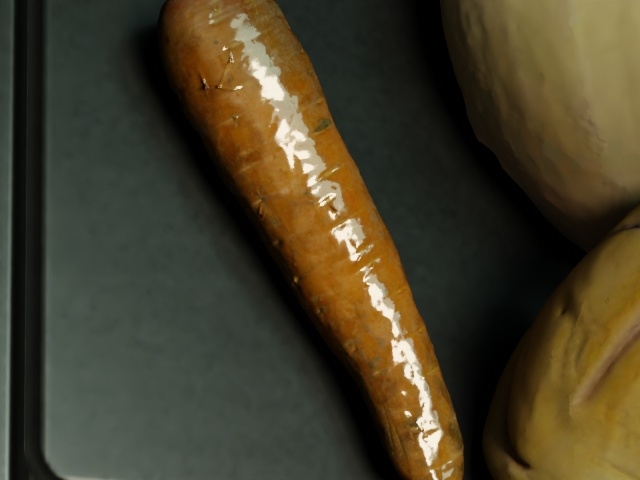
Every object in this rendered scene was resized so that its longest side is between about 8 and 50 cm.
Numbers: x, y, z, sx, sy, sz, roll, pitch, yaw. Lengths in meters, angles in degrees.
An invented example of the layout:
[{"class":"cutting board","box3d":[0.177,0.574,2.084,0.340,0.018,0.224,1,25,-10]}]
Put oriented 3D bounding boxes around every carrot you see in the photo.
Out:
[{"class":"carrot","box3d":[0.000,0.000,0.653,0.047,0.047,0.191,-26,90,-35]}]

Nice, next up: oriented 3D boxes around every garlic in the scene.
[{"class":"garlic","box3d":[0.127,-0.104,0.732,0.164,0.145,0.245,35,49,-54]}]

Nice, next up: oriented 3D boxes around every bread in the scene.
[{"class":"bread","box3d":[0.163,0.089,0.658,0.225,0.134,0.081,43,16,-1]}]
